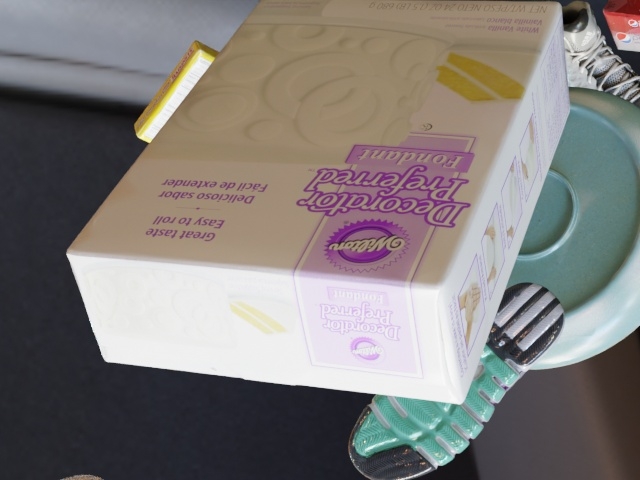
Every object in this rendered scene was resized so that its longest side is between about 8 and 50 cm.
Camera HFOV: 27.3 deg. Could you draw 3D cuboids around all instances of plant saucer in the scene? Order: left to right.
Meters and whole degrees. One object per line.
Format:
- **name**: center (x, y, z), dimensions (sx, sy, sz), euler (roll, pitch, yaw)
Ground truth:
- **plant saucer**: center (0.226, -0.024, 1.383), dimensions (0.318, 0.044, 0.317), euler (-12, 64, 27)

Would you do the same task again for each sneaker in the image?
- **sneaker**: center (0.124, 0.127, 1.137), dimensions (0.224, 0.098, 0.083), euler (-41, 77, 9)
- **sneaker**: center (0.318, -0.195, 1.512), dimensions (0.228, 0.086, 0.132), euler (48, 174, 34)

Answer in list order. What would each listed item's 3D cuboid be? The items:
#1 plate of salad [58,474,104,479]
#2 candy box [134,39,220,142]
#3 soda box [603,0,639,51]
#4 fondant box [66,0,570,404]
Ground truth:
- **plate of salad**: center (-0.147, 0.207, 0.629), dimensions (0.200, 0.048, 0.199), euler (-38, 31, 28)
- **candy box**: center (-0.063, -0.102, 1.250), dimensions (0.105, 0.206, 0.027), euler (-52, 36, 19)
- **soda box**: center (0.525, -0.412, 1.997), dimensions (0.083, 0.092, 0.263), euler (15, 66, 36)
- **fondant box**: center (0.017, -0.046, 0.886), dimensions (0.238, 0.330, 0.096), euler (5, 130, 21)
